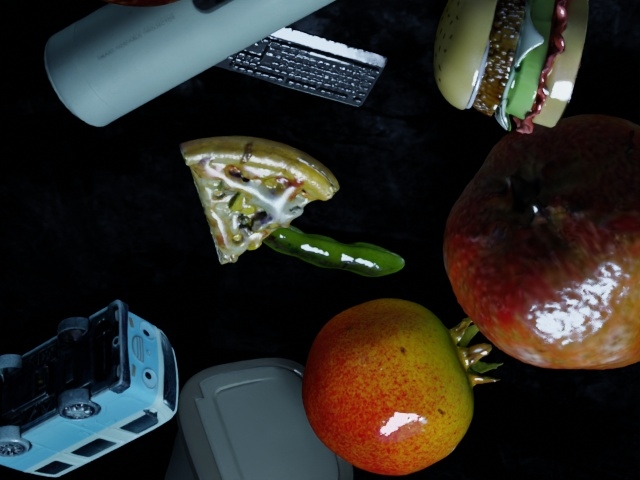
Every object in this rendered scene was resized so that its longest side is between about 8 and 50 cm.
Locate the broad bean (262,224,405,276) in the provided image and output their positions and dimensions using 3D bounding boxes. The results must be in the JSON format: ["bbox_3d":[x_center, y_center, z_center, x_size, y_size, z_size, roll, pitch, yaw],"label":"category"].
[{"bbox_3d":[-0.004,0.003,1.849,0.226,0.039,0.069,22,134,-26],"label":"broad bean"}]

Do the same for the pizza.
[{"bbox_3d":[-0.093,-0.043,1.757,0.184,0.036,0.176,23,117,-22],"label":"pizza"}]

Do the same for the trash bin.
[{"bbox_3d":[-0.098,0.310,2.075,0.219,0.220,0.250,-8,151,-23],"label":"trash bin"}]

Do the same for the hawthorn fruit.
[{"bbox_3d":[0.297,0.025,1.731,0.284,0.285,0.369,-18,153,15],"label":"hawthorn fruit"}]

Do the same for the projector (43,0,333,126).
[{"bbox_3d":[-0.107,-0.225,1.505,0.337,0.108,0.108,-25,137,23],"label":"projector"}]

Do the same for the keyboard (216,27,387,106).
[{"bbox_3d":[-0.030,-0.189,1.630,0.196,0.015,0.074,14,137,-23],"label":"keyboard"}]

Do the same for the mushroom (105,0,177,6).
[{"bbox_3d":[-0.175,-0.322,1.334,0.297,0.163,0.278,25,132,-34],"label":"mushroom"}]

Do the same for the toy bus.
[{"bbox_3d":[-0.300,0.199,1.986,0.271,0.133,0.164,-29,141,30],"label":"toy bus"}]

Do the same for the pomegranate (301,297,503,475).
[{"bbox_3d":[0.102,0.173,1.938,0.256,0.221,0.221,-27,139,1],"label":"pomegranate"}]

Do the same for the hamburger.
[{"bbox_3d":[0.182,-0.193,1.543,0.136,0.175,0.175,13,139,-1],"label":"hamburger"}]
